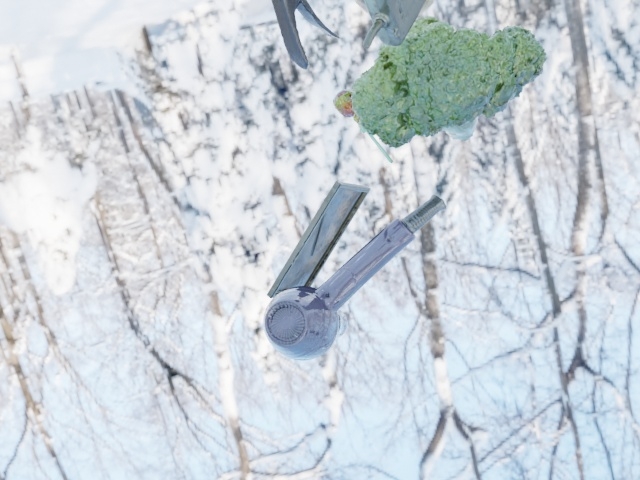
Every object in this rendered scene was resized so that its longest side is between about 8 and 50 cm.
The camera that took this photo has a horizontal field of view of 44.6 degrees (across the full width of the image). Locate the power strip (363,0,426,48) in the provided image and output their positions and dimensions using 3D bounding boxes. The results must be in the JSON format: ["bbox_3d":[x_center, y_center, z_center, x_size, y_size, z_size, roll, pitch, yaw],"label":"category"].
[{"bbox_3d":[0.115,-0.337,0.956,0.034,0.092,0.268,19,-110,30],"label":"power strip"}]

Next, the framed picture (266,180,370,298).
[{"bbox_3d":[0.000,0.000,1.477,0.016,0.250,0.184,35,-167,17],"label":"framed picture"}]

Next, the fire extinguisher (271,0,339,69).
[{"bbox_3d":[0.045,-0.233,0.500,0.072,0.089,0.267,17,-116,45],"label":"fire extinguisher"}]

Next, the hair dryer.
[{"bbox_3d":[0.074,0.059,1.305,0.361,0.121,0.301,-42,166,7],"label":"hair dryer"}]

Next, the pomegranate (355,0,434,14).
[{"bbox_3d":[0.159,-0.559,1.598,0.215,0.215,0.215,-13,-166,3],"label":"pomegranate"}]

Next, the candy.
[{"bbox_3d":[0.100,-0.252,1.737,0.060,0.201,0.060,-36,175,-3],"label":"candy"}]

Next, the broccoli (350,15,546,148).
[{"bbox_3d":[0.204,-0.257,1.191,0.254,0.186,0.302,-29,178,38],"label":"broccoli"}]
